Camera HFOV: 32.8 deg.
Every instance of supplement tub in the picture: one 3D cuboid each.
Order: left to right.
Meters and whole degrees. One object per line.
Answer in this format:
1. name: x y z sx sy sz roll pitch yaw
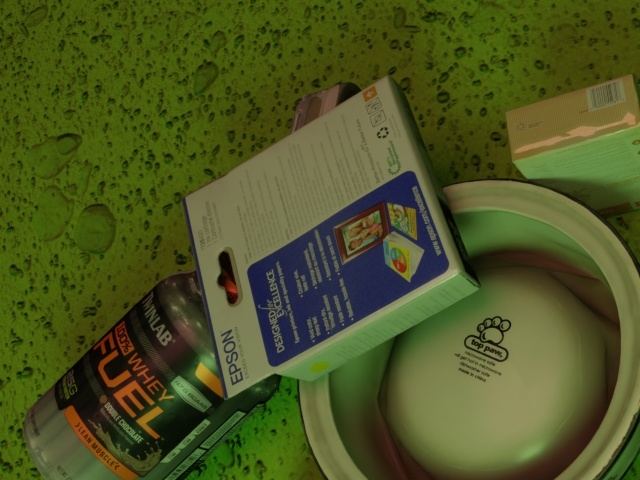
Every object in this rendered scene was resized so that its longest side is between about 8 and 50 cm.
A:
1. supplement tub: -0.195 0.184 1.391 0.338 0.207 0.207 -44 52 7

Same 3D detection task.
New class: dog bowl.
1. dog bowl: 0.184 0.145 1.208 0.408 0.150 0.408 -15 60 27

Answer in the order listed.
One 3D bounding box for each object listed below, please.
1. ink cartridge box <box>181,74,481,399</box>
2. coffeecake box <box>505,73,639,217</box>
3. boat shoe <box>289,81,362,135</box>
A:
1. ink cartridge box: 0.000 0.000 1.262 0.307 0.072 0.304 -31 52 19
2. coffeecake box: 0.309 -0.094 1.220 0.142 0.185 0.068 -15 60 25
3. boat shoe: -0.018 -0.068 1.466 0.103 0.118 0.320 -4 62 38
